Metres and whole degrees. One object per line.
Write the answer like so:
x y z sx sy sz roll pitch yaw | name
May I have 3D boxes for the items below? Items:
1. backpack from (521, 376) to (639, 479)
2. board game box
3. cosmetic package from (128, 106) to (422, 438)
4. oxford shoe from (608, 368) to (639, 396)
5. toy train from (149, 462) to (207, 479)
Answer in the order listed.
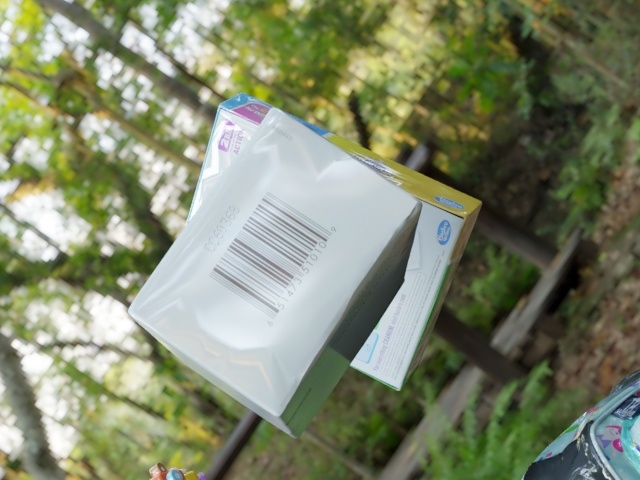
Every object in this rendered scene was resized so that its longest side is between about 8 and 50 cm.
0.314 0.201 1.142 0.253 0.225 0.191 -20 -19 -51 | backpack
0.000 0.000 1.659 0.064 0.317 0.242 -41 -26 -60 | board game box
-0.031 0.048 1.298 0.217 0.156 0.385 -55 -8 -6 | cosmetic package
0.375 0.238 1.726 0.227 0.096 0.082 -43 -30 -37 | oxford shoe
-0.216 0.320 1.794 0.166 0.046 0.125 -42 -21 31 | toy train
